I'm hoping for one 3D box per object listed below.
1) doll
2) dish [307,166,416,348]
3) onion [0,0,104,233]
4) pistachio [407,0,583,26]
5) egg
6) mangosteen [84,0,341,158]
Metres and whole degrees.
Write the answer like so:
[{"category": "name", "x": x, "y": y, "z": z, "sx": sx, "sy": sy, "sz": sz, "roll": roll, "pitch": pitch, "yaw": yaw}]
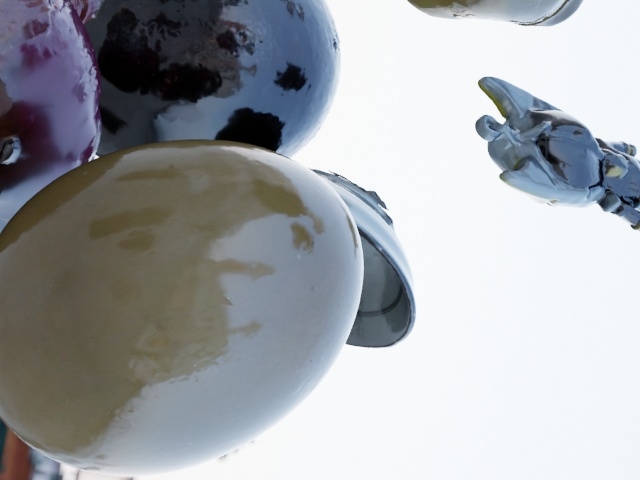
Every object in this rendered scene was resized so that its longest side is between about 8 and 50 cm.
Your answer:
[{"category": "doll", "x": 0.302, "y": -0.095, "z": 1.851, "sx": 0.103, "sy": 0.316, "sz": 0.145, "roll": -13, "pitch": -114, "yaw": 56}, {"category": "dish", "x": 0.000, "y": 0.000, "z": 1.923, "sx": 0.106, "sy": 0.316, "sz": 0.316, "roll": -57, "pitch": -178, "yaw": -29}, {"category": "onion", "x": -0.354, "y": -0.185, "z": 1.625, "sx": 0.385, "sy": 0.348, "sz": 0.348, "roll": -48, "pitch": 169, "yaw": -44}, {"category": "pistachio", "x": 0.165, "y": -0.318, "z": 1.380, "sx": 0.163, "sy": 0.212, "sz": 0.260, "roll": 32, "pitch": -69, "yaw": 60}, {"category": "egg", "x": -0.140, "y": 0.058, "z": 1.452, "sx": 0.301, "sy": 0.374, "sz": 0.301, "roll": 159, "pitch": -90, "yaw": -75}, {"category": "mangosteen", "x": -0.156, "y": -0.280, "z": 1.956, "sx": 0.382, "sy": 0.382, "sz": 0.435, "roll": -175, "pitch": -87, "yaw": -77}]
